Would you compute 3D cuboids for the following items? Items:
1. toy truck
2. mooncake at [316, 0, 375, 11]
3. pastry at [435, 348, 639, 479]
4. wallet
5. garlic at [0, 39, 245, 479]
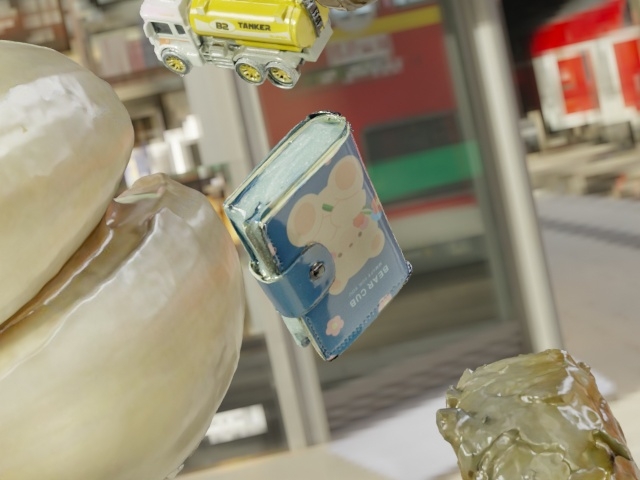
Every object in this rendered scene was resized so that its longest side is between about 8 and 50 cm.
[{"bbox_3d":[-0.089,-0.245,1.826,0.227,0.114,0.098,10,56,31],"label":"toy truck"},{"bbox_3d":[0.054,-0.357,1.369,0.324,0.187,0.324,-39,24,21],"label":"mooncake"},{"bbox_3d":[0.205,0.229,1.353,0.136,0.329,0.329,-22,2,8],"label":"pastry"},{"bbox_3d":[-0.001,-0.001,1.458,0.059,0.202,0.141,25,63,38],"label":"wallet"},{"bbox_3d":[-0.191,0.032,0.949,0.313,0.286,0.249,-27,2,-16],"label":"garlic"}]
